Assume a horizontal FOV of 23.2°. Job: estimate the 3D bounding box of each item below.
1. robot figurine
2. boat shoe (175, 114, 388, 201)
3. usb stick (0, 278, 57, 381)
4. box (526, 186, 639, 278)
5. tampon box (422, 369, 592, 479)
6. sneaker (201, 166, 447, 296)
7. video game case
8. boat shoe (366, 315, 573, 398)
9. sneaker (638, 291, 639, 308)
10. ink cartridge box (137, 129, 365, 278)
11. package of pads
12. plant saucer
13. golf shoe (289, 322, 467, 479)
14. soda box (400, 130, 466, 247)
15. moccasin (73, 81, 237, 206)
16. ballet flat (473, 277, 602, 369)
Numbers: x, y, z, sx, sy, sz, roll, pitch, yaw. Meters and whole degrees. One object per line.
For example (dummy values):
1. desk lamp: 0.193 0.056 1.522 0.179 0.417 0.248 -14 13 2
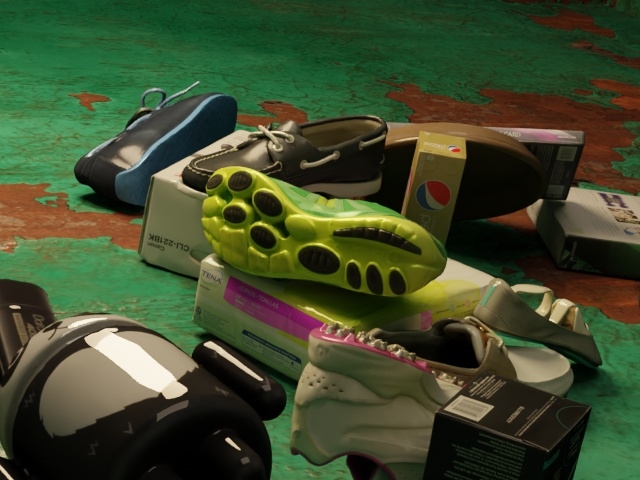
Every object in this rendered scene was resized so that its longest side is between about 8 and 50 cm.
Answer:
1. robot figurine: -0.151 0.167 1.277 0.209 0.173 0.278 16 11 -44
2. boat shoe: -0.042 -0.101 1.854 0.114 0.091 0.302 29 27 37
3. usb stick: -0.290 0.110 1.559 0.077 0.045 0.278 10 18 -23
4. box: 0.476 -0.003 2.239 0.322 0.058 0.232 7 20 -6
5. tampon box: 0.148 0.213 1.322 0.101 0.161 0.120 18 20 22
6. sneaker: 0.000 0.000 1.661 0.295 0.109 0.123 19 4 27
7. video game case: 0.215 -0.107 2.152 0.274 0.026 0.196 4 -21 3
8. boat shoe: 0.153 0.137 1.617 0.302 0.103 0.113 -6 26 -39
9. sneaker: 0.472 0.121 1.829 0.281 0.106 0.162 25 27 34
10. ink cartridge box: -0.078 -0.037 1.961 0.197 0.114 0.273 17 22 16
11. package of pads: 0.041 0.072 1.745 0.229 0.101 0.296 24 25 35
12. plant saucer: 0.169 -0.094 2.106 0.278 0.041 0.278 3 -20 1
13. golf shoe: 0.098 0.186 1.473 0.306 0.140 0.115 25 -7 -26
14. soda box: 0.138 -0.045 1.988 0.061 0.181 0.058 10 31 -2
15. moccasin: -0.223 -0.147 2.166 0.117 0.137 0.342 12 18 19
16. ballet flat: 0.258 0.092 1.751 0.213 0.068 0.072 21 3 -41
